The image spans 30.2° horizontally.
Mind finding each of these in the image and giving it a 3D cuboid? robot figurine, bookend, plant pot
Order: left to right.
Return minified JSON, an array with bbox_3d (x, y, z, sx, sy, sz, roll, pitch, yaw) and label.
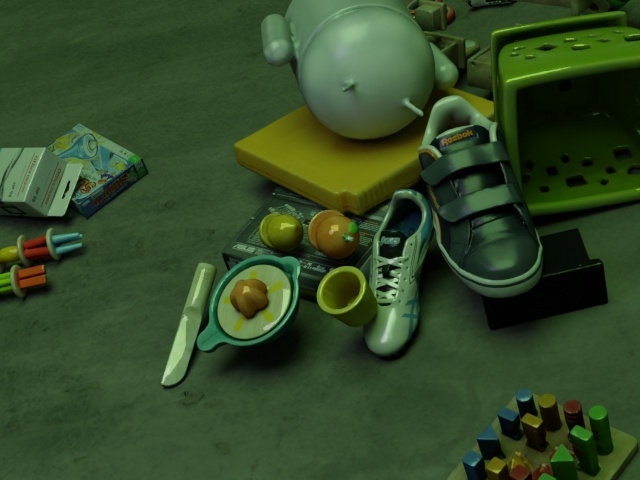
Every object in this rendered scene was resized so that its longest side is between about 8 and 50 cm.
[{"bbox_3d":[0.054,-0.280,1.785,0.300,0.199,0.353,3,31,-14],"label":"robot figurine"},{"bbox_3d":[0.279,0.023,1.567,0.156,0.072,0.157,-14,39,5],"label":"bookend"},{"bbox_3d":[0.352,-0.190,1.658,0.227,0.228,0.207,-9,34,1],"label":"plant pot"}]

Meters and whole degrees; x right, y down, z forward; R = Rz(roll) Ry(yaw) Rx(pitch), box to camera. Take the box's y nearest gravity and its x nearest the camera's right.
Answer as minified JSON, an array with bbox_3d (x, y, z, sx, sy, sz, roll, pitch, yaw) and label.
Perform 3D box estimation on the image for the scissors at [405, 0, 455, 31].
[{"bbox_3d":[0.092,-0.382,2.138,0.297,0.021,0.109,-16,42,2],"label":"scissors"}]

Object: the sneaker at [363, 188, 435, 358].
[{"bbox_3d":[0.096,0.041,1.583,0.085,0.086,0.237,-2,62,31],"label":"sneaker"}]

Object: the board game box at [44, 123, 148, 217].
[{"bbox_3d":[-0.407,-0.122,2.035,0.136,0.035,0.201,-41,44,-23],"label":"board game box"}]

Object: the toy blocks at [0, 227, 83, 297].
[{"bbox_3d":[-0.448,0.035,1.860,0.148,0.054,0.123,-13,40,7],"label":"toy blocks"}]

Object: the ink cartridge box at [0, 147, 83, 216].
[{"bbox_3d":[-0.492,-0.098,1.980,0.180,0.060,0.104,2,66,35],"label":"ink cartridge box"}]

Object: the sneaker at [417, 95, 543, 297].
[{"bbox_3d":[0.197,-0.066,1.549,0.126,0.127,0.321,-17,40,0],"label":"sneaker"}]

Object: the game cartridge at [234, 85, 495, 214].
[{"bbox_3d":[0.075,-0.159,1.826,0.324,0.052,0.285,-32,38,-26],"label":"game cartridge"}]

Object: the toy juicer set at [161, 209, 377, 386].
[{"bbox_3d":[-0.089,0.053,1.601,0.329,0.089,0.209,-19,53,19],"label":"toy juicer set"}]

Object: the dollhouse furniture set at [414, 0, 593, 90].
[{"bbox_3d":[0.295,-0.424,1.821,0.303,0.355,0.174,17,37,34],"label":"dollhouse furniture set"}]

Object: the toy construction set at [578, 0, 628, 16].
[{"bbox_3d":[0.536,-0.424,1.841,0.309,0.237,0.257,-25,40,-7],"label":"toy construction set"}]

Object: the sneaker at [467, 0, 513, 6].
[{"bbox_3d":[0.312,-0.435,2.097,0.109,0.040,0.043,-18,42,3],"label":"sneaker"}]

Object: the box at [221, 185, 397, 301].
[{"bbox_3d":[0.000,0.000,1.717,0.231,0.056,0.183,14,49,33],"label":"box"}]

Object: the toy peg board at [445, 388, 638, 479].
[{"bbox_3d":[0.245,0.234,1.338,0.161,0.079,0.161,22,54,38],"label":"toy peg board"}]
